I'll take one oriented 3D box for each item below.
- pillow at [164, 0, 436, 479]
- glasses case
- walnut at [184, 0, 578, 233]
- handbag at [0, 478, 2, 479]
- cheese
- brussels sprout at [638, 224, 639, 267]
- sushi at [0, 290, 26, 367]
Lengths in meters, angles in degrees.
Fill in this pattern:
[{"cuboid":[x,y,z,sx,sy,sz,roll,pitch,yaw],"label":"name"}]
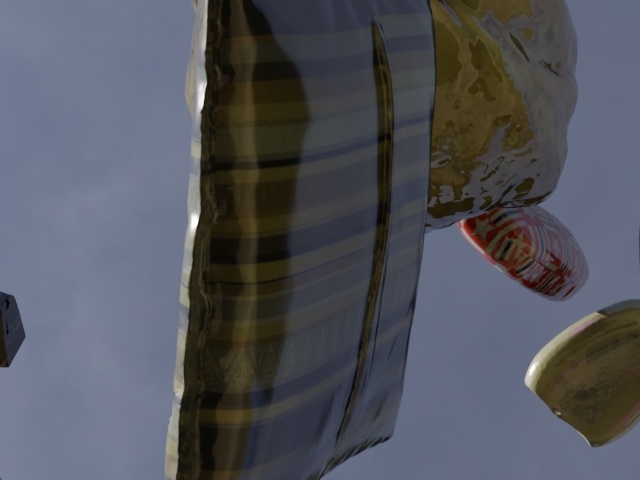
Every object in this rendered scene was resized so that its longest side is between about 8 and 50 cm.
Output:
[{"cuboid":[0.000,0.000,0.641,0.052,0.208,0.212,7,-79,22],"label":"pillow"},{"cuboid":[0.155,0.003,1.203,0.049,0.194,0.073,-48,-110,9],"label":"glasses case"},{"cuboid":[0.036,-0.110,0.977,0.283,0.283,0.227,31,-102,9],"label":"walnut"},{"cuboid":[-0.103,0.169,0.282,0.342,0.152,0.288,41,-82,18],"label":"handbag"},{"cuboid":[0.245,0.067,1.240,0.097,0.037,0.192,40,-77,-18],"label":"cheese"},{"cuboid":[0.262,-0.010,0.544,0.328,0.328,0.247,-30,-133,18],"label":"brussels sprout"},{"cuboid":[-0.330,0.071,1.550,0.083,0.056,0.084,-5,-63,12],"label":"sushi"}]
